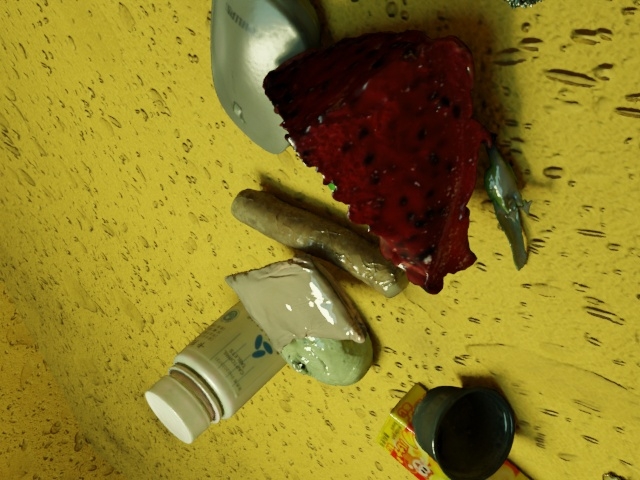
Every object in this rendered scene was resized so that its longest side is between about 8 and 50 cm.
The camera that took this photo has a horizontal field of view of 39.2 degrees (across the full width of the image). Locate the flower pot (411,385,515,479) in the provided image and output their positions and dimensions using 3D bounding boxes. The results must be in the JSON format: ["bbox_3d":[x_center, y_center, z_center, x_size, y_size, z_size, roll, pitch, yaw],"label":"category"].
[{"bbox_3d":[0.224,0.303,1.463,0.157,0.157,0.107,60,162,-17],"label":"flower pot"}]

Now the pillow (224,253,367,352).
[{"bbox_3d":[-0.047,0.110,1.521,0.270,0.067,0.173,-18,107,52],"label":"pillow"}]

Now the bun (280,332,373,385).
[{"bbox_3d":[-0.007,0.186,1.662,0.221,0.108,0.221,33,145,27],"label":"bun"}]

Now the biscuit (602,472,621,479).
[{"bbox_3d":[0.511,0.430,1.339,0.203,0.016,0.144,23,141,40],"label":"biscuit"}]

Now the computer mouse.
[{"bbox_3d":[-0.095,-0.258,1.300,0.197,0.095,0.331,43,150,20],"label":"computer mouse"}]

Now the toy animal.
[{"bbox_3d":[0.243,-0.034,1.137,0.075,0.041,0.217,-119,6,-61],"label":"toy animal"}]

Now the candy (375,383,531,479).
[{"bbox_3d":[0.236,0.395,1.598,0.276,0.088,0.146,40,147,15],"label":"candy"}]

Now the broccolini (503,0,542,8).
[{"bbox_3d":[0.171,-0.332,0.889,0.067,0.058,0.216,0,124,57],"label":"broccolini"}]

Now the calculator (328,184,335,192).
[{"bbox_3d":[0.096,-0.079,1.303,0.235,0.032,0.146,18,137,41],"label":"calculator"}]

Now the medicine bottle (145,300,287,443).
[{"bbox_3d":[-0.204,0.265,1.832,0.170,0.293,0.170,34,148,24],"label":"medicine bottle"}]

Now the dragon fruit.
[{"bbox_3d":[0.107,-0.124,1.162,0.329,0.228,0.286,48,-176,-26],"label":"dragon fruit"}]

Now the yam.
[{"bbox_3d":[0.000,0.000,1.479,0.356,0.081,0.081,28,144,33],"label":"yam"}]
